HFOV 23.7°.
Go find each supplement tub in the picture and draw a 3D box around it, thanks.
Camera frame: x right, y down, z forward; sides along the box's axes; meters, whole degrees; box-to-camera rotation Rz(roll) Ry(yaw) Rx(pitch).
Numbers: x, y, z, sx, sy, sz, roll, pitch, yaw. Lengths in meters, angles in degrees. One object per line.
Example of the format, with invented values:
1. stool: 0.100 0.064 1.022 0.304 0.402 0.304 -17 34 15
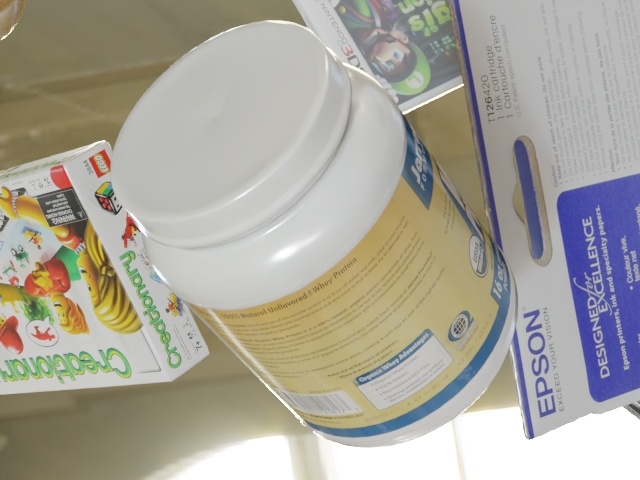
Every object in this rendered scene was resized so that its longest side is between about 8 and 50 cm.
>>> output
1. supplement tub: 0.000 0.000 0.775 0.200 0.144 0.144 50 -150 -41

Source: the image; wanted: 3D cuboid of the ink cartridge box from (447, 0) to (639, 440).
1. ink cartridge box: 0.206 -0.045 1.069 0.307 0.072 0.304 -13 -86 -35

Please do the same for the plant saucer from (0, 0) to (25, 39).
1. plant saucer: -0.182 -0.140 0.774 0.083 0.015 0.083 17 -116 -40

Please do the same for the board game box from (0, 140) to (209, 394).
1. board game box: -0.240 0.033 1.299 0.053 0.305 0.193 -36 -74 -39

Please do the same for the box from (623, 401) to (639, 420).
1. box: 0.355 0.046 1.403 0.163 0.247 0.142 39 172 32

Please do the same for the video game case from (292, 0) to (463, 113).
1. video game case: 0.085 -0.218 1.457 0.173 0.190 0.022 60 160 10
